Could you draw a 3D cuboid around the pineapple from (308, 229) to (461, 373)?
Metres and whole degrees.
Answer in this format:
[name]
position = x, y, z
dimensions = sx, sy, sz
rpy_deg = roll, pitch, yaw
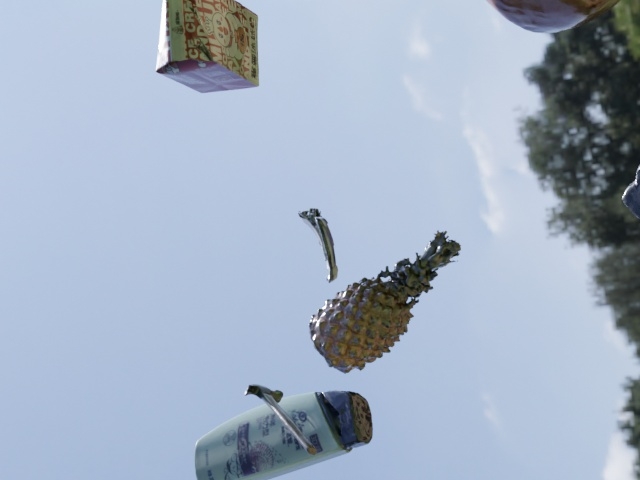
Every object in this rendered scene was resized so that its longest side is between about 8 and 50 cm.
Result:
[pineapple]
position = 0.143, 0.118, 2.087
dimensions = 0.175, 0.361, 0.175
rpy_deg = 47, -169, -12

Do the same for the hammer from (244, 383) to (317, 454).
[hammer]
position = -0.049, 0.229, 1.328
dimensions = 0.062, 0.182, 0.017
rpy_deg = 23, -84, -28

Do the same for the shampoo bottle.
[shampoo bottle]
position = -0.073, 0.356, 1.865
dimensions = 0.078, 0.359, 0.134
rpy_deg = 27, -134, -49

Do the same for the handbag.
[handbag]
position = -0.241, -0.405, 2.041
dimensions = 0.298, 0.151, 0.171
rpy_deg = 13, -106, -69

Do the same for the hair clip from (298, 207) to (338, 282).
[hair clip]
position = 0.000, 0.000, 2.179
dimensions = 0.116, 0.049, 0.172
rpy_deg = 74, 175, -49

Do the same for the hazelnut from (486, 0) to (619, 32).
[hazelnut]
position = 0.390, -0.528, 1.726
dimensions = 0.372, 0.315, 0.372
rpy_deg = 21, -142, -17

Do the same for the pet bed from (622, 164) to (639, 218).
[pet bed]
position = 0.627, -0.107, 1.712
dimensions = 0.159, 0.183, 0.210
rpy_deg = -42, -25, -54
